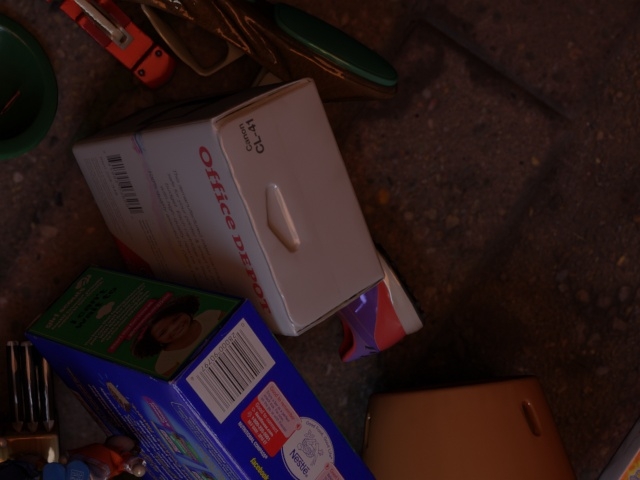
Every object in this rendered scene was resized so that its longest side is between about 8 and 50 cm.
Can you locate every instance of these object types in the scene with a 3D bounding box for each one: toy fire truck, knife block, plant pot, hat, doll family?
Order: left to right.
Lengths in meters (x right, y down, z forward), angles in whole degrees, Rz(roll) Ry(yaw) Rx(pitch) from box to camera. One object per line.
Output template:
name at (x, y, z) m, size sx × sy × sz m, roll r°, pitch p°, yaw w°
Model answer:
hat at (-0.407, -0.127, 1.305) m, size 0.173 × 0.183 × 0.208 m, roll 32°, pitch 52°, yaw -23°
doll family at (-0.303, 0.249, 1.228) m, size 0.263 × 0.163 × 0.118 m, roll 8°, pitch 94°, yaw 15°
knife block at (-0.328, 0.248, 1.365) m, size 0.276 × 0.088 × 0.242 m, roll 43°, pitch 91°, yaw -16°
toy fire truck at (-0.228, -0.231, 1.260) m, size 0.192 × 0.135 × 0.047 m, roll 42°, pitch 91°, yaw -16°
plant pot at (0.165, 0.267, 1.389) m, size 0.291 × 0.291 × 0.203 m, roll -6°, pitch 84°, yaw -10°

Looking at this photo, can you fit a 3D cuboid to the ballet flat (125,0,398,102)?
ballet flat at (-0.082, -0.222, 1.316) m, size 0.342 × 0.116 × 0.124 m, roll 30°, pitch 115°, yaw -15°

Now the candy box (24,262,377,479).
candy box at (-0.132, 0.173, 1.247) m, size 0.122 × 0.317 × 0.268 m, roll -47°, pitch 121°, yaw -26°

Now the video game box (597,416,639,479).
video game box at (0.489, 0.291, 1.566) m, size 0.187 × 0.048 × 0.205 m, roll 31°, pitch 94°, yaw -13°

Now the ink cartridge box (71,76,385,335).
ink cartridge box at (-0.102, -0.033, 1.232) m, size 0.131 × 0.306 × 0.226 m, roll -31°, pitch 108°, yaw -33°

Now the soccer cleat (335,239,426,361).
soccer cleat at (0.000, 0.000, 1.375) m, size 0.116 × 0.108 × 0.318 m, roll -33°, pitch 109°, yaw 1°
